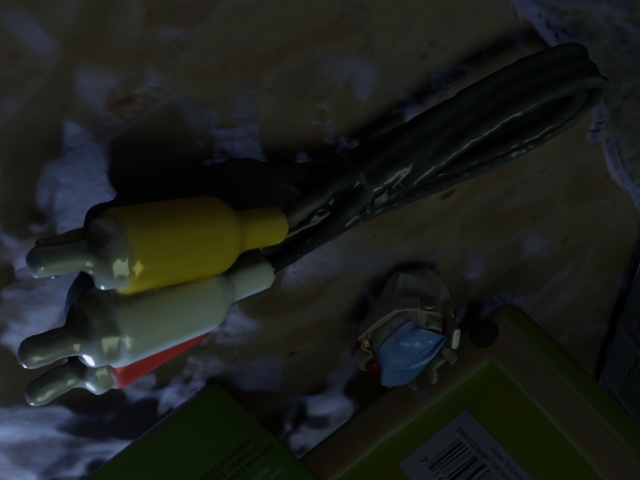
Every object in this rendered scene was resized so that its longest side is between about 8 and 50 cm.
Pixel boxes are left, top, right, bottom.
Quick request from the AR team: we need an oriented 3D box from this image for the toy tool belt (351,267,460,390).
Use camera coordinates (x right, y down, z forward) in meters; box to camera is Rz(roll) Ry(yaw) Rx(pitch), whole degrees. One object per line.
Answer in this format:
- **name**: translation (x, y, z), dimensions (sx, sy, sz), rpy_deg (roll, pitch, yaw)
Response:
- **toy tool belt**: translation (0.046, 0.056, 0.757), dimensions (0.052, 0.051, 0.083), rpy_deg (-8, 143, -33)

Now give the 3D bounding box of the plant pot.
- **plant pot**: translation (0.108, 0.186, 0.822), dimensions (0.227, 0.228, 0.207), rpy_deg (-36, 142, -7)

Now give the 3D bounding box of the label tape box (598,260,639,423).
- **label tape box**: translation (0.316, 0.036, 0.906), dimensions (0.241, 0.106, 0.333), rpy_deg (-23, 149, -13)

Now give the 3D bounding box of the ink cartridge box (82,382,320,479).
- **ink cartridge box**: translation (-0.127, 0.209, 0.696), dimensions (0.255, 0.097, 0.188), rpy_deg (-36, 164, -50)

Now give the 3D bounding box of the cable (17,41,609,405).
- **cable**: translation (0.000, 0.000, 0.615), dimensions (0.287, 0.072, 0.139), rpy_deg (-16, 152, -23)
